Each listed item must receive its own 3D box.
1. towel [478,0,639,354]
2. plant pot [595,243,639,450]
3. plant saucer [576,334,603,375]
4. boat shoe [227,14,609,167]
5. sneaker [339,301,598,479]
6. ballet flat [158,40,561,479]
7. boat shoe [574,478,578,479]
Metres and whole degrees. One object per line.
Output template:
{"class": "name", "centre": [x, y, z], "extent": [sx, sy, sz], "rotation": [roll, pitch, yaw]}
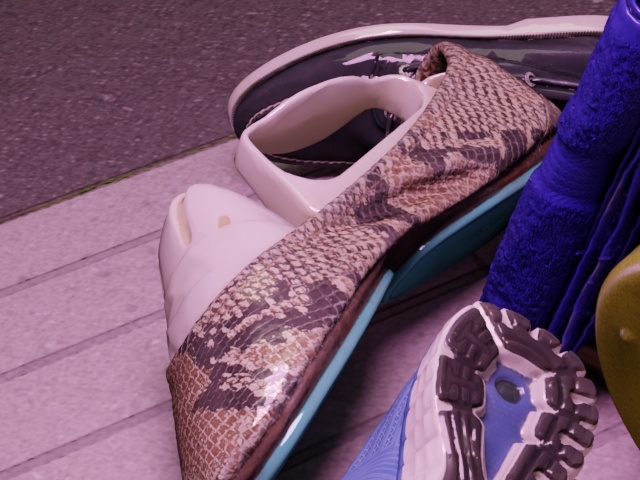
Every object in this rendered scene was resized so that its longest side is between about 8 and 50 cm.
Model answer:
{"class": "towel", "centre": [0.217, -0.061, 1.232], "extent": [0.076, 0.308, 0.227], "rotation": [41, 48, 19]}
{"class": "plant pot", "centre": [0.358, 0.016, 1.124], "extent": [0.353, 0.366, 0.366], "rotation": [-35, 39, -23]}
{"class": "plant saucer", "centre": [0.267, 0.027, 1.390], "extent": [0.278, 0.041, 0.278], "rotation": [-4, 30, 2]}
{"class": "boat shoe", "centre": [0.097, -0.093, 1.560], "extent": [0.340, 0.127, 0.113], "rotation": [-4, 52, -2]}
{"class": "sneaker", "centre": [0.051, 0.189, 1.027], "extent": [0.130, 0.147, 0.330], "rotation": [32, 44, -4]}
{"class": "ballet flat", "centre": [0.000, 0.000, 1.333], "extent": [0.182, 0.164, 0.483], "rotation": [41, 45, 5]}
{"class": "boat shoe", "centre": [0.186, 0.213, 1.014], "extent": [0.098, 0.109, 0.302], "rotation": [-10, 24, -4]}
